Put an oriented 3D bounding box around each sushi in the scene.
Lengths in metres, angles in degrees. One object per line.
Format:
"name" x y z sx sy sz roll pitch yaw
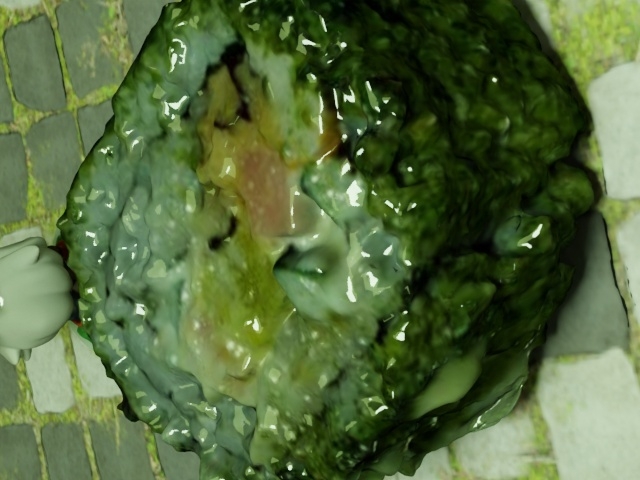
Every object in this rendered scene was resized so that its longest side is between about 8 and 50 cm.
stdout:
"sushi" 0.000 0.000 1.028 0.294 0.178 0.352 54 134 21

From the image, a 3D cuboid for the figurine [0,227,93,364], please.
"figurine" -0.222 0.043 1.292 0.132 0.154 0.132 14 111 44
